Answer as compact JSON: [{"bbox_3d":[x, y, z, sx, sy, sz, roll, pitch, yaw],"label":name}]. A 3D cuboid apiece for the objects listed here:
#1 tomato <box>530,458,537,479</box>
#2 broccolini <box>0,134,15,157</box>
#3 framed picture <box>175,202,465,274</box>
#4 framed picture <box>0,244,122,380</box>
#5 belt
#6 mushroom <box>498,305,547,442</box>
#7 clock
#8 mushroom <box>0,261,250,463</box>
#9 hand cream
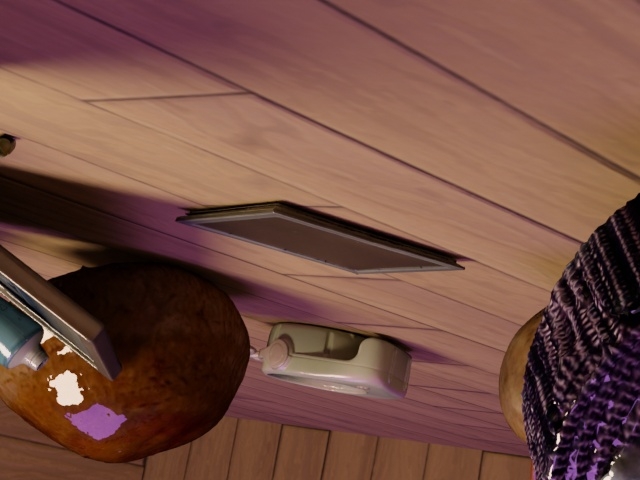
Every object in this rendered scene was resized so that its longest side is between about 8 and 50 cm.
[{"bbox_3d":[0.281,0.114,1.038,0.338,0.338,0.144,12,-151,-7],"label":"tomato"},{"bbox_3d":[-0.245,-0.057,1.209,0.035,0.030,0.140,6,170,-33],"label":"broccolini"},{"bbox_3d":[0.000,0.000,1.305,0.183,0.011,0.142,16,169,-33],"label":"framed picture"},{"bbox_3d":[-0.265,0.026,1.403,0.232,0.024,0.315,38,171,3],"label":"framed picture"},{"bbox_3d":[0.262,0.102,0.886,0.325,0.260,0.122,24,-157,-19],"label":"belt"},{"bbox_3d":[0.248,0.129,1.257,0.254,0.184,0.255,6,-167,-2],"label":"mushroom"},{"bbox_3d":[0.002,0.137,1.942,0.191,0.062,0.151,8,171,18],"label":"clock"},{"bbox_3d":[-0.200,0.124,1.690,0.263,0.195,0.283,-8,177,-15],"label":"mushroom"},{"bbox_3d":[-0.324,0.034,1.480,0.224,0.048,0.083,42,171,10],"label":"hand cream"}]
